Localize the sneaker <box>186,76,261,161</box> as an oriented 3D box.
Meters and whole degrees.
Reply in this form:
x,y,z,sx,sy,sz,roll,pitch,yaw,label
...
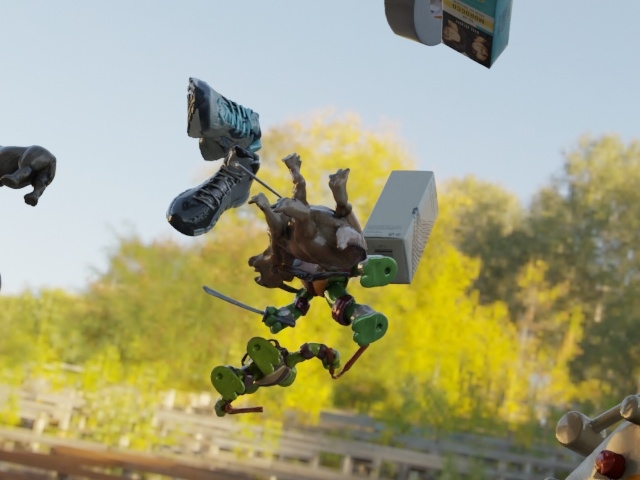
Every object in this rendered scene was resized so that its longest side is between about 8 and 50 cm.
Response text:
x,y,z,sx,sy,sz,roll,pitch,yaw,label
-0.171,-0.226,2.261,0.122,0.110,0.283,0,-12,6,sneaker

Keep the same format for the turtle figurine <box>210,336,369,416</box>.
x,y,z,sx,sy,sz,roll,pitch,yaw,label
-0.069,0.189,1.877,0.269,0.087,0.217,-24,-15,11,turtle figurine

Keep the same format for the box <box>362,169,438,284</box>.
x,y,z,sx,sy,sz,roll,pitch,yaw,label
0.159,-0.030,2.459,0.094,0.275,0.113,1,-57,19,box

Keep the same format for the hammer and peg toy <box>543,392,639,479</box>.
x,y,z,sx,sy,sz,roll,pitch,yaw,label
0.434,0.331,1.745,0.127,0.361,0.266,24,-60,-26,hammer and peg toy

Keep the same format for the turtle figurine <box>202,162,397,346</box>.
x,y,z,sx,sy,sz,roll,pitch,yaw,label
-0.027,0.054,1.910,0.266,0.198,0.274,22,-15,49,turtle figurine

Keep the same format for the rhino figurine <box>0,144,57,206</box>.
x,y,z,sx,sy,sz,roll,pitch,yaw,label
-0.538,-0.118,2.045,0.243,0.106,0.073,7,-45,28,rhino figurine

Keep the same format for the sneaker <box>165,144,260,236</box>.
x,y,z,sx,sy,sz,roll,pitch,yaw,label
-0.176,-0.101,2.131,0.086,0.132,0.228,37,34,8,sneaker

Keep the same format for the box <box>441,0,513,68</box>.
x,y,z,sx,sy,sz,roll,pitch,yaw,label
0.248,-0.377,1.964,0.100,0.060,0.244,32,-18,17,box

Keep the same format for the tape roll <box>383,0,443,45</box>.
x,y,z,sx,sy,sz,roll,pitch,yaw,label
0.212,-0.487,2.374,0.072,0.219,0.219,25,-4,30,tape roll

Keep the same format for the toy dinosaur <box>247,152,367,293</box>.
x,y,z,sx,sy,sz,roll,pitch,yaw,label
0.000,0.000,1.754,0.295,0.127,0.200,16,-42,57,toy dinosaur
